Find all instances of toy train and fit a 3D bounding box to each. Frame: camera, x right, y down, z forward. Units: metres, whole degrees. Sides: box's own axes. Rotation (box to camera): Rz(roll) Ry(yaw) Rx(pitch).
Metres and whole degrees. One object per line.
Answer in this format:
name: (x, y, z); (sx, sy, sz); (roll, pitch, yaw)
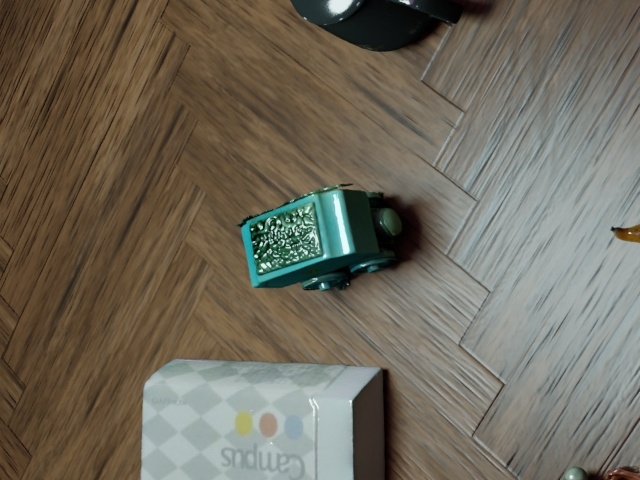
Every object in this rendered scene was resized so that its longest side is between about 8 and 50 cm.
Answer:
toy train: (0.000, 0.000, 1.748); (0.203, 0.163, 0.112); (-23, 74, 36)

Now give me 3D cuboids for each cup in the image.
cup: (0.075, -0.330, 1.699); (0.223, 0.176, 0.169); (27, 101, 38)

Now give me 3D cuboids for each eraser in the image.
eraser: (-0.088, 0.277, 1.856); (0.397, 0.082, 0.213); (-2, 87, 39)

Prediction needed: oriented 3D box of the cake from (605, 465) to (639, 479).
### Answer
cake: (0.442, 0.254, 1.429); (0.287, 0.135, 0.098); (-15, 72, 18)

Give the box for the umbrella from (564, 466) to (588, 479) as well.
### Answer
umbrella: (0.294, 0.337, 1.559); (0.067, 0.062, 0.143); (-164, 80, -70)

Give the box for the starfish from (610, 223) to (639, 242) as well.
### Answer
starfish: (0.458, -0.028, 1.451); (0.247, 0.050, 0.138); (-38, 67, 19)
